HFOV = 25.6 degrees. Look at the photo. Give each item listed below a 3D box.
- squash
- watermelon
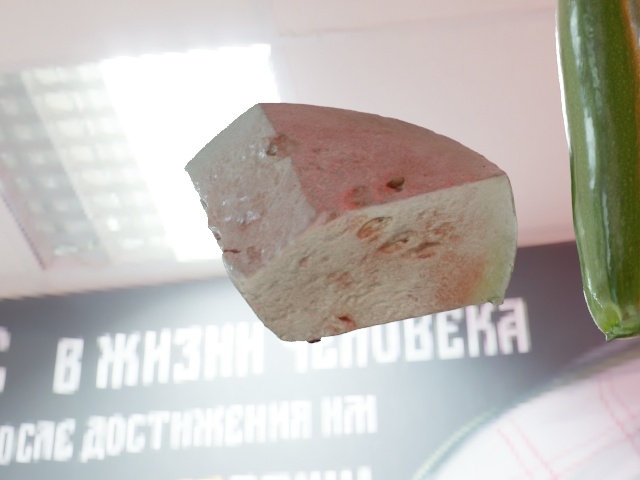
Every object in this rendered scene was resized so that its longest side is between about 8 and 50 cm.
[{"bbox_3d":[0.200,-0.072,0.921,0.082,0.292,0.082,-1,-23,0],"label":"squash"},{"bbox_3d":[0.000,0.000,1.451,0.387,0.258,0.228,9,-61,29],"label":"watermelon"}]
